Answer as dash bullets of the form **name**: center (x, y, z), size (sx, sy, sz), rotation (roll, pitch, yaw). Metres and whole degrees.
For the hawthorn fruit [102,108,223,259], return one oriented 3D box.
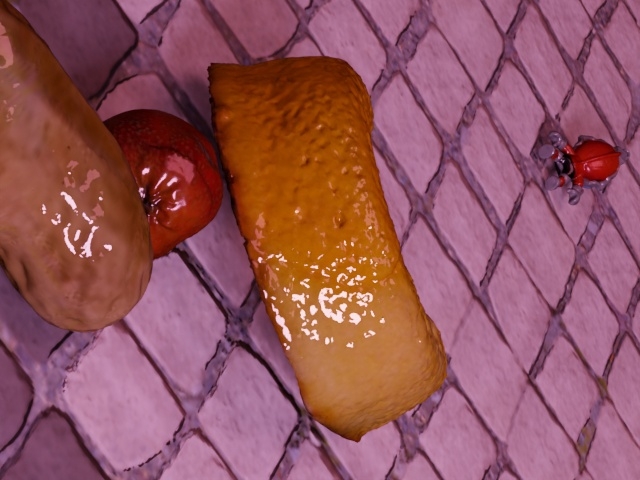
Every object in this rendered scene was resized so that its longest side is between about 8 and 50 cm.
- **hawthorn fruit**: center (-0.101, -0.036, 1.124), size (0.093, 0.093, 0.093), rotation (30, 50, -45)

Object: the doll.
- **doll**: center (0.223, -0.063, 1.636), size (0.114, 0.039, 0.057), rotation (-9, 52, -46)

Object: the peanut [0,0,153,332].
- **peanut**: center (-0.164, -0.041, 1.018), size (0.108, 0.095, 0.226), rotation (-49, 124, -21)

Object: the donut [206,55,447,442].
- **donut**: center (0.001, 0.005, 1.180), size (0.152, 0.101, 0.259), rotation (-36, 111, -82)
